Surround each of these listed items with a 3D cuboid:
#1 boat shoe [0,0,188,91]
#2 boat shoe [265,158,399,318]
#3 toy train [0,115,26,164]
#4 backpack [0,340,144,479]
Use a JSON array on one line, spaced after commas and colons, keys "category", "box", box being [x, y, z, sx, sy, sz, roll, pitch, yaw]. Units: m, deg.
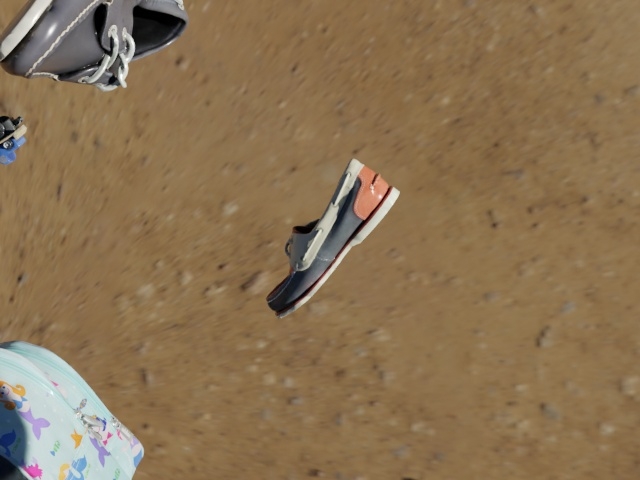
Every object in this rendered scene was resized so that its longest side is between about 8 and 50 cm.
[{"category": "boat shoe", "box": [-0.115, -0.116, 0.950, 0.065, 0.206, 0.075, 45, 108, -5]}, {"category": "boat shoe", "box": [0.000, 0.000, 1.272, 0.043, 0.049, 0.137, 37, 117, -8]}, {"category": "toy train", "box": [-0.306, -0.055, 1.491, 0.158, 0.027, 0.036, -33, 100, 20]}, {"category": "backpack", "box": [-0.279, 0.194, 1.460, 0.253, 0.225, 0.191, 50, 36, -35]}]
